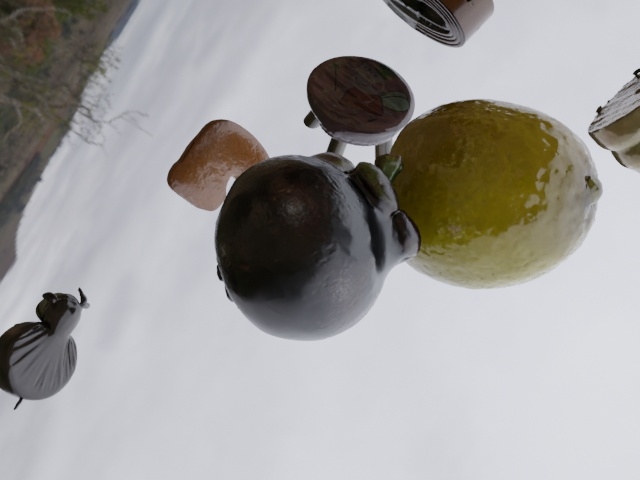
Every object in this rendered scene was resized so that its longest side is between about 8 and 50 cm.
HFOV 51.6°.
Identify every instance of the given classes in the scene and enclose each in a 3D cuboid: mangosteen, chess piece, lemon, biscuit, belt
[{"bbox_3d":[-0.006,0.012,1.018,0.297,0.313,0.297,-177,-90,-82],"label":"mangosteen"},{"bbox_3d":[0.427,-0.052,0.701,0.137,0.301,0.137,-43,-174,5],"label":"chess piece"},{"bbox_3d":[0.308,-0.079,1.152,0.364,0.364,0.364,-42,-150,32],"label":"lemon"},{"bbox_3d":[-0.197,-0.140,1.351,0.192,0.186,0.036,-53,-142,-8],"label":"biscuit"},{"bbox_3d":[0.269,-0.617,1.642,0.122,0.217,0.338,-46,-122,-3],"label":"belt"}]

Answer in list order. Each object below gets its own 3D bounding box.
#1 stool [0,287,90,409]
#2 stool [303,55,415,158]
[{"bbox_3d":[-0.471,0.171,1.104,0.121,0.125,0.217,5,-112,43],"label":"stool"},{"bbox_3d":[0.088,-0.316,1.673,0.179,0.271,0.272,106,-4,-55],"label":"stool"}]
